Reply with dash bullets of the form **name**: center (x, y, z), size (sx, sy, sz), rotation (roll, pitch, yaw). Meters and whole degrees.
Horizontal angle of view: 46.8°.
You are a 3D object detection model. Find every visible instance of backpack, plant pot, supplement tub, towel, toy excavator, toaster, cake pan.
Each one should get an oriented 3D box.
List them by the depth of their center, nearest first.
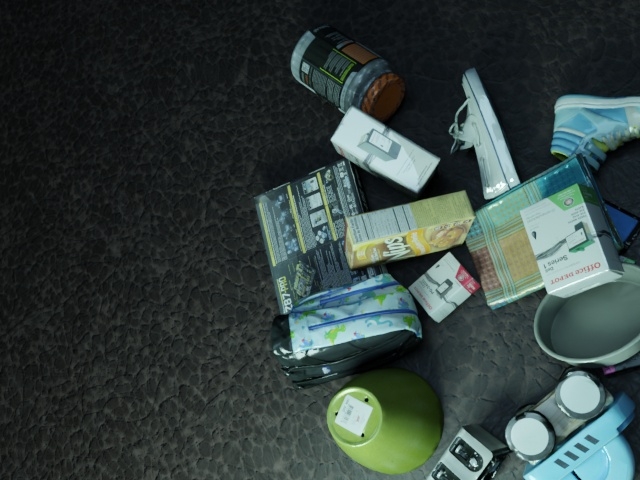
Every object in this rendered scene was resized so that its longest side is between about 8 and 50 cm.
- **toy excavator**: center (0.588, 0.562, 1.650), size (0.433, 0.222, 0.445), rotation (-43, 72, 9)
- **cake pan**: center (0.635, 0.172, 1.686), size (0.293, 0.054, 0.293), rotation (-30, 30, 19)
- **toaster**: center (0.359, 0.536, 1.769), size (0.110, 0.186, 0.168), rotation (38, 101, 30)
- **plant pot**: center (0.132, 0.439, 1.820), size (0.275, 0.293, 0.274), rotation (-6, 74, 23)
- **towel**: center (0.535, -0.017, 1.846), size (0.370, 0.040, 0.271), rotation (-31, 63, 34)
- **backpack**: center (0.082, 0.234, 1.918), size (0.356, 0.290, 0.273), rotation (-7, 58, 15)
- **supplement tub**: center (0.081, -0.478, 2.149), size (0.316, 0.193, 0.193), rotation (41, 94, 28)

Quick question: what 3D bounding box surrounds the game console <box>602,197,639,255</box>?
- **game console**: center (0.700, -0.038, 1.818), size (0.144, 0.124, 0.085), rotation (34, 118, 28)

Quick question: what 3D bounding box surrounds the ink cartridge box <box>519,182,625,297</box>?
- **ink cartridge box**: center (0.581, 0.003, 1.713), size (0.160, 0.093, 0.219), rotation (-30, 63, 36)

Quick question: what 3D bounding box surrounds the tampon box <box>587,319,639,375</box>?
- **tampon box**: center (0.723, 0.239, 1.720), size (0.161, 0.101, 0.120), rotation (-21, 68, 18)

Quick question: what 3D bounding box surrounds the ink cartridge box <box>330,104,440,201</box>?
- **ink cartridge box**: center (0.175, -0.230, 1.992), size (0.273, 0.198, 0.114), rotation (33, 91, 8)

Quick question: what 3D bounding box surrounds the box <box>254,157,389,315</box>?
- **box**: center (0.000, 0.000, 2.106), size (0.318, 0.097, 0.394), rotation (-22, 66, 16)

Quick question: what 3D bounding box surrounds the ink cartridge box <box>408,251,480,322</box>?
- **ink cartridge box**: center (0.323, 0.124, 1.941), size (0.150, 0.063, 0.109), rotation (-43, 52, 8)

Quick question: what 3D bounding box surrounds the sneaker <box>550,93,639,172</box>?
- **sneaker**: center (0.728, -0.247, 1.840), size (0.319, 0.127, 0.208), rotation (10, 78, 36)

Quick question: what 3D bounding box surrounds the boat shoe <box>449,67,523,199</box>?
- **boat shoe**: center (0.415, -0.278, 1.992), size (0.156, 0.136, 0.367), rotation (-21, 78, 21)

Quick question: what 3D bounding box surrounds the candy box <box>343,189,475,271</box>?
- **candy box**: center (0.221, -0.022, 1.905), size (0.317, 0.183, 0.087), rotation (-14, 67, -6)

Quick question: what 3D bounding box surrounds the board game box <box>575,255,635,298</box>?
- **board game box**: center (0.653, 0.076, 1.832), size (0.201, 0.035, 0.136), rotation (24, 87, 27)
